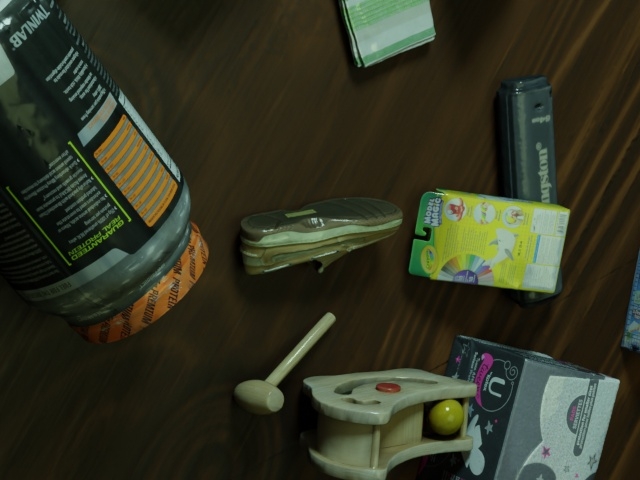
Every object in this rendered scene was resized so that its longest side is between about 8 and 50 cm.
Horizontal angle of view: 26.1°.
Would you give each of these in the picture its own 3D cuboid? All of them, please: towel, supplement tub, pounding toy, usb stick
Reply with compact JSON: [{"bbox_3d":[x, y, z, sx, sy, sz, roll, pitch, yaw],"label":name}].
[{"bbox_3d":[0.064,-0.277,1.515,0.113,0.023,0.152,-26,109,-28],"label":"towel"},{"bbox_3d":[-0.249,-0.068,1.256,0.193,0.193,0.316,-43,117,-18],"label":"supplement tub"},{"bbox_3d":[0.056,0.168,1.509,0.270,0.154,0.154,-2,100,-32],"label":"pounding toy"},{"bbox_3d":[0.252,-0.057,1.653,0.077,0.045,0.278,-13,105,-28],"label":"usb stick"}]

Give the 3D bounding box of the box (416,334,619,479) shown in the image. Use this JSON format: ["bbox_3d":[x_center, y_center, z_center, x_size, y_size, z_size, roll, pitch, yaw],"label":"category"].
[{"bbox_3d":[0.230,0.257,1.640,0.163,0.142,0.247,14,92,-32],"label":"box"}]

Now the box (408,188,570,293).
[{"bbox_3d":[0.192,0.000,1.603,0.179,0.043,0.105,7,100,-15],"label":"box"}]

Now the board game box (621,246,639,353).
[{"bbox_3d":[0.485,0.038,1.805,0.194,0.060,0.194,-10,105,-30],"label":"board game box"}]

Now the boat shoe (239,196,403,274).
[{"bbox_3d":[0.000,0.000,1.505,0.190,0.068,0.072,-7,115,-20],"label":"boat shoe"}]
